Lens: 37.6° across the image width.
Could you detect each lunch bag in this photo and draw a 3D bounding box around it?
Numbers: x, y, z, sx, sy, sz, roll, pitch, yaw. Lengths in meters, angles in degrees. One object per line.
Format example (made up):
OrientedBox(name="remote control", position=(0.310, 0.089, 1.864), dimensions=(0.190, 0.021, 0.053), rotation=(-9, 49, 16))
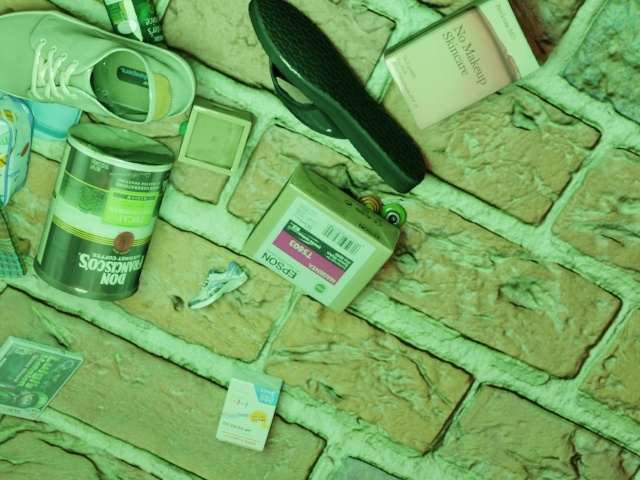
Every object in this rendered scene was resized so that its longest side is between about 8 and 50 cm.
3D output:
OrientedBox(name="lunch bag", position=(-0.702, -0.194, 1.771), dimensions=(0.303, 0.115, 0.243), rotation=(19, 126, -1))

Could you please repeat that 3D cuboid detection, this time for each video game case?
OrientedBox(name="video game case", position=(-0.609, 0.286, 1.926), dimensions=(0.173, 0.022, 0.190), rotation=(25, 113, -44))

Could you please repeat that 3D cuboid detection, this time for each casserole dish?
OrientedBox(name="casserole dish", position=(-0.495, -0.280, 1.776), dimensions=(0.114, 0.037, 0.188), rotation=(24, 109, -3))

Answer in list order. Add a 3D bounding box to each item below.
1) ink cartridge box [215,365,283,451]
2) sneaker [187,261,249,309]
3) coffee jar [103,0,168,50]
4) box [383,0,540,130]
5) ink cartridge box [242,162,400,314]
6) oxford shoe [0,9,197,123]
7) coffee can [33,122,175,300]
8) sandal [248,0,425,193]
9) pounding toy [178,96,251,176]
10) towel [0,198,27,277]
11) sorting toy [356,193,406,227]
OrientedBox(name="ink cartridge box", position=(-0.151, 0.363, 1.941), dimensions=(0.104, 0.061, 0.181), rotation=(16, 109, 0))
OrientedBox(name="sneaker", position=(-0.211, 0.088, 1.870), dimensions=(0.135, 0.052, 0.058), rotation=(-32, 93, 6))
OrientedBox(name="coffee jar", position=(-0.332, -0.387, 1.695), dimensions=(0.079, 0.096, 0.185), rotation=(-12, 107, 12))
OrientedBox(name="box", position=(0.244, -0.318, 1.651), dimensions=(0.232, 0.127, 0.149), rotation=(-27, 103, 13))
OrientedBox(name="ink cartridge box", position=(0.000, 0.000, 1.772), dimensions=(0.234, 0.088, 0.193), rotation=(33, 124, -6))
OrientedBox(name="oxford shoe", position=(-0.438, -0.300, 1.640), dimensions=(0.449, 0.130, 0.169), rotation=(14, 116, 14))
OrientedBox(name="coffee can", position=(-0.404, -0.055, 1.754), dimensions=(0.201, 0.201, 0.276), rotation=(19, 108, -1))
OrientedBox(name="sandal", position=(0.008, -0.245, 1.685), dimensions=(0.107, 0.167, 0.446), rotation=(-35, 102, 32))
OrientedBox(name="pounding toy", position=(-0.209, -0.211, 1.753), dimensions=(0.141, 0.100, 0.130), rotation=(16, 110, -12))
OrientedBox(name="towel", position=(-0.774, -0.036, 1.814), dimensions=(0.370, 0.040, 0.272), rotation=(1, 128, 12))
OrientedBox(name="sorting toy", position=(0.113, -0.047, 1.795), dimensions=(0.101, 0.042, 0.061), rotation=(22, 109, -3))
